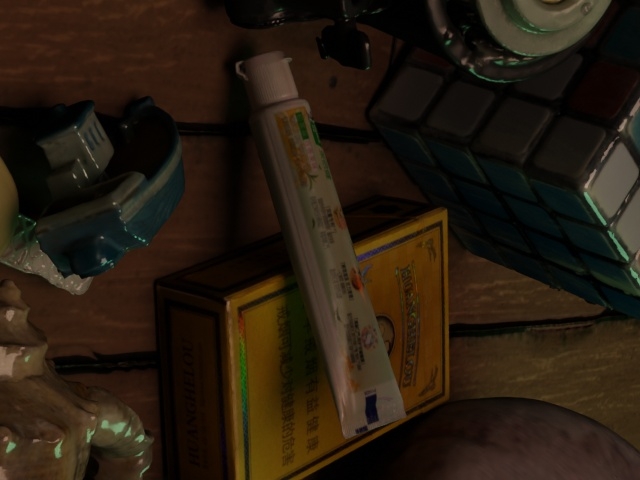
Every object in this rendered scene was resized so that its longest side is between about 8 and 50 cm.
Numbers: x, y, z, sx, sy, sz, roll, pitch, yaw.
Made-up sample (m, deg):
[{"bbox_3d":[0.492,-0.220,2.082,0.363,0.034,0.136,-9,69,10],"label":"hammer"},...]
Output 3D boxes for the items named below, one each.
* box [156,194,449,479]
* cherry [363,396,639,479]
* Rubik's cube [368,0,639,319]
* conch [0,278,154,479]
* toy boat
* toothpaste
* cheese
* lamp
[{"bbox_3d":[-0.006,0.091,1.561,0.301,0.084,0.193,-22,118,-47],"label":"box"},{"bbox_3d":[0.186,0.291,1.703,0.326,0.291,0.335,-26,116,-25],"label":"cherry"},{"bbox_3d":[0.246,-0.112,1.659,0.253,0.259,0.256,-57,138,-14],"label":"Rubik's cube"},{"bbox_3d":[-0.259,0.169,1.182,0.352,0.210,0.297,-51,152,23],"label":"conch"},{"bbox_3d":[-0.153,-0.057,1.295,0.102,0.088,0.215,66,20,-18],"label":"toy boat"},{"bbox_3d":[0.000,0.000,1.456,0.056,0.058,0.314,123,-50,-85],"label":"toothpaste"},{"bbox_3d":[-0.238,-0.013,1.258,0.251,0.054,0.127,29,81,-52],"label":"cheese"},{"bbox_3d":[0.122,-0.253,1.460,0.374,0.272,0.205,-37,130,-40],"label":"lamp"}]
